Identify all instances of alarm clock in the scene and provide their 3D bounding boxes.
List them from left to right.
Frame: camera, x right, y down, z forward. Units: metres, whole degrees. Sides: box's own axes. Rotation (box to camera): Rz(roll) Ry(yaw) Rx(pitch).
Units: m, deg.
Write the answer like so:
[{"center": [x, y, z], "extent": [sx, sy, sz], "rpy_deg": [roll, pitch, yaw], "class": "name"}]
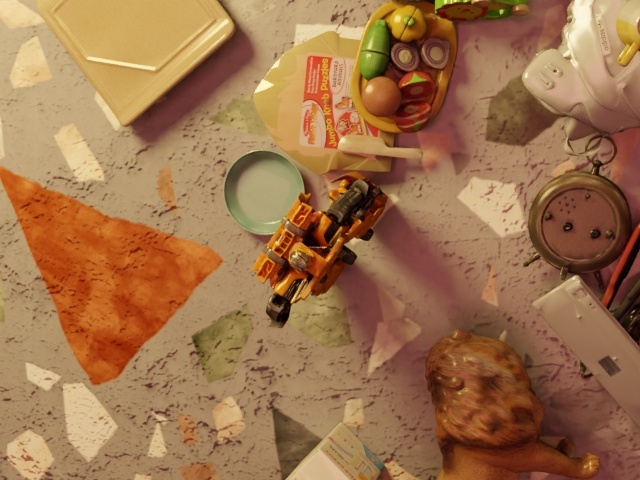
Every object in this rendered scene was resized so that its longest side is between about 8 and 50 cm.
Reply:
[{"center": [0.337, -0.042, 1.380], "extent": [0.129, 0.064, 0.192], "rpy_deg": [16, 98, 12], "class": "alarm clock"}]

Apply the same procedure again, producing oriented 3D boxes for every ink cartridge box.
[{"center": [0.014, 0.328, 1.465], "extent": [0.092, 0.143, 0.090], "rpy_deg": [44, 105, 5], "class": "ink cartridge box"}]

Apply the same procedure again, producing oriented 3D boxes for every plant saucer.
[{"center": [-0.077, -0.068, 1.503], "extent": [0.119, 0.021, 0.119], "rpy_deg": [2, 98, 15], "class": "plant saucer"}]

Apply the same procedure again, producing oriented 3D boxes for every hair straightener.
[{"center": [0.396, 0.088, 1.364], "extent": [0.089, 0.047, 0.230], "rpy_deg": [33, 115, 24], "class": "hair straightener"}]

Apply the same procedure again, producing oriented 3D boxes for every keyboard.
[{"center": [0.379, 0.155, 1.380], "extent": [0.072, 0.014, 0.256], "rpy_deg": [-36, 102, 32], "class": "keyboard"}]

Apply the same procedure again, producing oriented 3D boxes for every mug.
[{"center": [0.369, -0.235, 1.214], "extent": [0.062, 0.064, 0.078], "rpy_deg": [0, 104, 8], "class": "mug"}]

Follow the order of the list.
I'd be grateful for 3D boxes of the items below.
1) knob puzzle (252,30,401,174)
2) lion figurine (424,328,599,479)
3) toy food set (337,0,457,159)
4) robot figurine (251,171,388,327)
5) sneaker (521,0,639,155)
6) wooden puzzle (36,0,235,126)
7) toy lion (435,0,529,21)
[{"center": [0.006, -0.185, 1.451], "extent": [0.213, 0.030, 0.213], "rpy_deg": [0, 96, 1], "class": "knob puzzle"}, {"center": [0.196, 0.322, 1.393], "extent": [0.240, 0.142, 0.392], "rpy_deg": [20, 96, -13], "class": "lion figurine"}, {"center": [0.104, -0.209, 1.396], "extent": [0.128, 0.071, 0.218], "rpy_deg": [14, 95, 0], "class": "toy food set"}, {"center": [0.000, 0.000, 1.351], "extent": [0.085, 0.291, 0.211], "rpy_deg": [35, 103, 8], "class": "robot figurine"}, {"center": [0.320, -0.285, 1.310], "extent": [0.210, 0.137, 0.366], "rpy_deg": [-27, 93, 13], "class": "sneaker"}, {"center": [-0.259, -0.315, 1.513], "extent": [0.221, 0.044, 0.239], "rpy_deg": [-38, 82, 16], "class": "wooden puzzle"}, {"center": [0.198, -0.296, 1.355], "extent": [0.100, 0.096, 0.034], "rpy_deg": [5, 79, -29], "class": "toy lion"}]
